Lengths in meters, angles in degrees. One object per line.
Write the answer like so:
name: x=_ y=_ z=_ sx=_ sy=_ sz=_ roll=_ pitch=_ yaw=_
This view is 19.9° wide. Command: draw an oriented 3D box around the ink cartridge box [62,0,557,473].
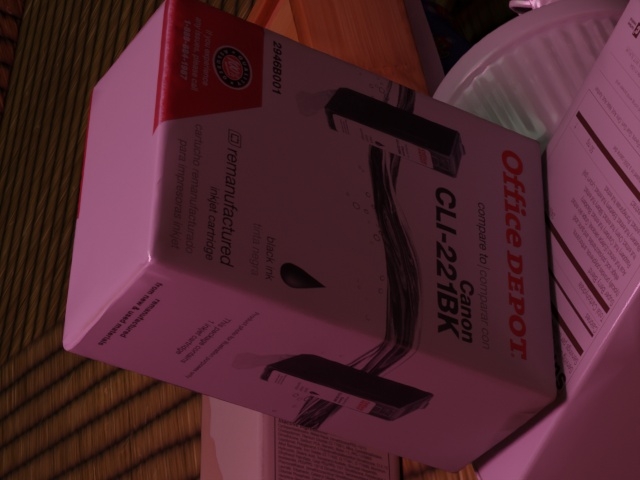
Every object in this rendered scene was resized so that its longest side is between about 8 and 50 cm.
ink cartridge box: x=0.000 y=0.000 z=1.091 sx=0.114 sy=0.273 sz=0.197 roll=-42 pitch=37 yaw=44

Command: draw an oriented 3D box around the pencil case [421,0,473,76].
pencil case: x=0.113 y=-0.107 z=1.547 sx=0.119 sy=0.133 sz=0.306 roll=-34 pitch=31 yaw=1

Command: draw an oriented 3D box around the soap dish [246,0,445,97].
soap dish: x=-0.015 y=-0.090 z=1.521 sx=0.291 sy=0.118 sz=0.229 roll=-58 pitch=31 yaw=38

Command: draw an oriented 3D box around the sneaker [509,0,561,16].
sneaker: x=0.197 y=-0.232 z=1.428 sx=0.090 sy=0.095 sz=0.235 roll=59 pitch=-141 yaw=-83

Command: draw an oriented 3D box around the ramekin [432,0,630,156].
ramekin: x=0.182 y=-0.056 z=1.269 sx=0.207 sy=0.207 sz=0.109 roll=-56 pitch=38 yaw=32

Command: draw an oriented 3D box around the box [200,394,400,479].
box: x=-0.020 y=0.164 z=1.614 sx=0.121 sy=0.148 sz=0.311 roll=-48 pitch=32 yaw=43

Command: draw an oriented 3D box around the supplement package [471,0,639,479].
supplement package: x=0.223 y=0.031 z=1.140 sx=0.293 sy=0.177 sz=0.175 roll=-63 pitch=25 yaw=23
